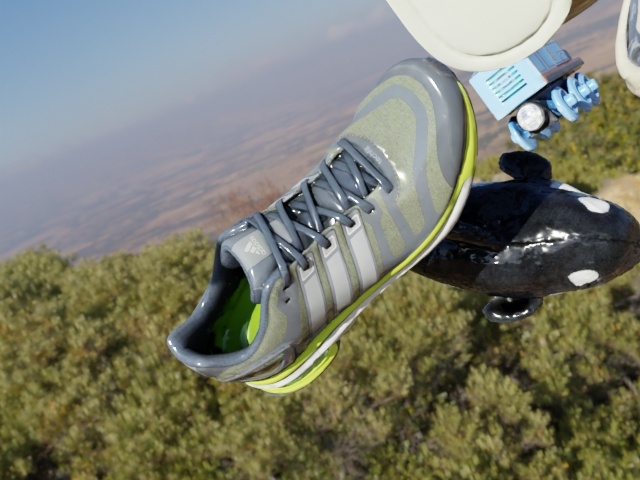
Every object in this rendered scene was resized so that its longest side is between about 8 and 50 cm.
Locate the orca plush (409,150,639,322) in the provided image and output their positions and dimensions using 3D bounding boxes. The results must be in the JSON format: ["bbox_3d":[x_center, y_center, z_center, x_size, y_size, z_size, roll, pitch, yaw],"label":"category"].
[{"bbox_3d":[0.122,-0.024,0.728,0.287,0.151,0.102,26,3,31],"label":"orca plush"}]

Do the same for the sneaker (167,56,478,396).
[{"bbox_3d":[0.000,0.000,0.608,0.121,0.111,0.300,5,-57,-54],"label":"sneaker"}]

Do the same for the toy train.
[{"bbox_3d":[0.231,-0.163,0.891,0.080,0.105,0.184,-36,-2,35],"label":"toy train"}]

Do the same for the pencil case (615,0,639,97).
[{"bbox_3d":[0.340,-0.090,0.359,0.410,0.160,0.183,16,22,2],"label":"pencil case"}]

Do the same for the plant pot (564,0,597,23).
[{"bbox_3d":[0.317,-0.323,1.019,0.236,0.032,0.236,-41,15,14],"label":"plant pot"}]

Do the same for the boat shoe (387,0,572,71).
[{"bbox_3d":[0.023,-0.213,0.373,0.109,0.305,0.091,-23,39,21],"label":"boat shoe"}]
